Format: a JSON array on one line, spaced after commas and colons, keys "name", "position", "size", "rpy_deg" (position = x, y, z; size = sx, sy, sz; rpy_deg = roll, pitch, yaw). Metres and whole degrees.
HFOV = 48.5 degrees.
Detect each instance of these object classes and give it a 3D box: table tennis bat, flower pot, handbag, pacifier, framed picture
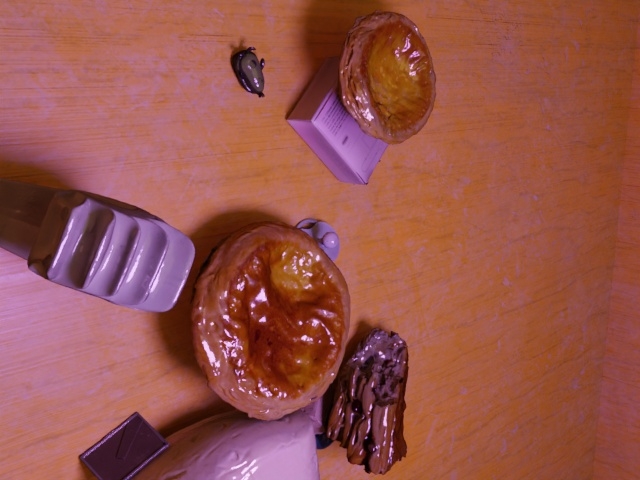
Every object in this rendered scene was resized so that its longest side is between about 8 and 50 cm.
[{"name": "table tennis bat", "position": [-0.008, 0.533, 1.925], "size": [0.201, 0.033, 0.124], "rpy_deg": [-49, 129, -29]}, {"name": "flower pot", "position": [-0.406, -0.004, 1.195], "size": [0.254, 0.367, 0.165], "rpy_deg": [24, 84, -51]}, {"name": "handbag", "position": [-0.151, -0.366, 1.559], "size": [0.072, 0.047, 0.111], "rpy_deg": [-39, 122, -29]}, {"name": "pacifier", "position": [0.000, 0.000, 1.749], "size": [0.150, 0.116, 0.127], "rpy_deg": [-13, 83, -37]}, {"name": "framed picture", "position": [-0.406, 0.437, 1.475], "size": [0.149, 0.109, 0.011], "rpy_deg": [-36, 150, -32]}]

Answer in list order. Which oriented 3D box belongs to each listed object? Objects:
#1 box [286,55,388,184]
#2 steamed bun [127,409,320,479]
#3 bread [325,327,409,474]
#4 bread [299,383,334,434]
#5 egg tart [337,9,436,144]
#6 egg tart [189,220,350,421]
[{"name": "box", "position": [0.065, -0.289, 1.741], "size": [0.252, 0.106, 0.203], "rpy_deg": [45, 68, -41]}, {"name": "steamed bun", "position": [-0.218, 0.576, 1.563], "size": [0.455, 0.289, 0.372], "rpy_deg": [-19, 109, -40]}, {"name": "bread", "position": [0.129, 0.417, 1.885], "size": [0.314, 0.191, 0.370], "rpy_deg": [42, 52, -70]}, {"name": "bread", "position": [-0.031, 0.438, 1.885], "size": [0.152, 0.105, 0.077], "rpy_deg": [-72, 145, -51]}, {"name": "egg tart", "position": [0.135, -0.370, 1.639], "size": [0.318, 0.128, 0.319], "rpy_deg": [-4, 96, -44]}, {"name": "egg tart", "position": [-0.126, 0.177, 1.593], "size": [0.443, 0.178, 0.444], "rpy_deg": [8, 79, -43]}]
